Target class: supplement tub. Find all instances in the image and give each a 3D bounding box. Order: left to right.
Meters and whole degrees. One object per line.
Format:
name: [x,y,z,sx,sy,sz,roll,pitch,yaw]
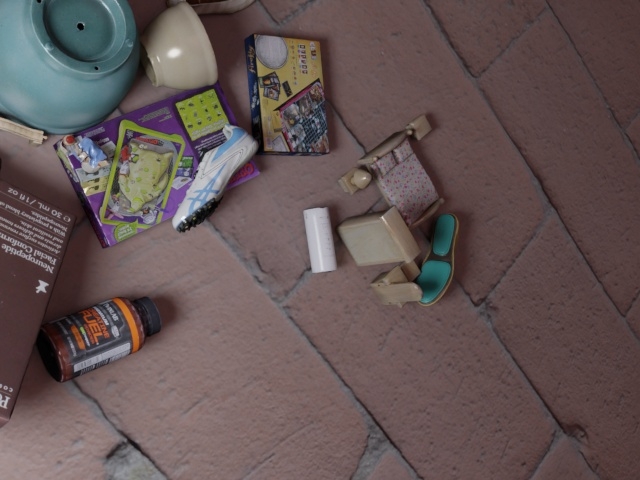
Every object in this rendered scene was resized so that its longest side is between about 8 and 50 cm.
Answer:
supplement tub: [-0.376,0.161,1.438,0.198,0.106,0.106,-22,97,-35]

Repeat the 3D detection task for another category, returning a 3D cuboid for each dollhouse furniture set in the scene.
dollhouse furniture set: [0.226,-0.077,1.836,0.355,0.174,0.303,-40,107,-31]

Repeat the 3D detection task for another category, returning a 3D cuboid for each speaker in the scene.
speaker: [0.000,0.000,1.743,0.055,0.055,0.136,-8,89,-35]

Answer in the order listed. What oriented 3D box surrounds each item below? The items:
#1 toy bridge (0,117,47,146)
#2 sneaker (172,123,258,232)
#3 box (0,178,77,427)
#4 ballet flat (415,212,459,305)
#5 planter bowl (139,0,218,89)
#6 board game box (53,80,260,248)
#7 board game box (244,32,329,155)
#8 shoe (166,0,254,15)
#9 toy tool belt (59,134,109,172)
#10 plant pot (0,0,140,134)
toy bridge: [-0.548,-0.190,1.386,0.188,0.063,0.026,10,79,-33]
sneaker: [-0.208,-0.115,1.555,0.086,0.085,0.237,33,69,2]
box: [-0.519,0.090,1.244,0.191,0.143,0.381,30,45,-28]
ballet flat: [0.278,0.051,1.919,0.232,0.080,0.073,-70,155,-17]
planter bowl: [-0.275,-0.347,1.546,0.109,0.162,0.162,-25,99,-17]
board game box: [-0.296,-0.150,1.566,0.347,0.056,0.208,-29,97,-33]
board game box: [-0.068,-0.299,1.740,0.165,0.042,0.243,-2,85,-34]
shoe: [-0.199,-0.489,1.663,0.219,0.058,0.076,-27,100,-33]
toy tool belt: [-0.402,-0.155,1.436,0.083,0.051,0.052,44,63,-22]
plant pot: [-0.426,-0.339,1.408,0.293,0.196,0.292,4,82,-34]
